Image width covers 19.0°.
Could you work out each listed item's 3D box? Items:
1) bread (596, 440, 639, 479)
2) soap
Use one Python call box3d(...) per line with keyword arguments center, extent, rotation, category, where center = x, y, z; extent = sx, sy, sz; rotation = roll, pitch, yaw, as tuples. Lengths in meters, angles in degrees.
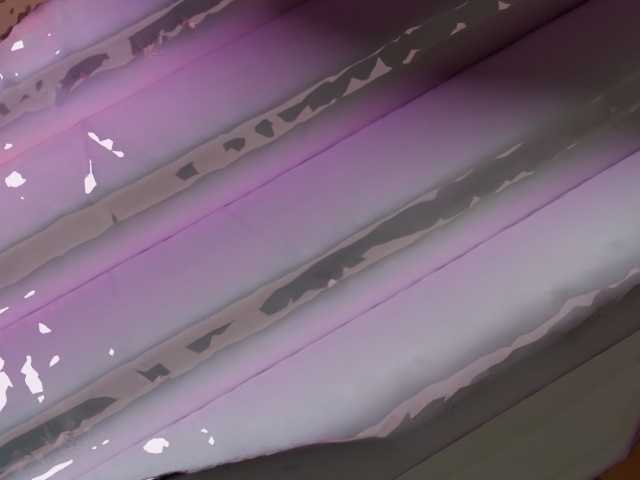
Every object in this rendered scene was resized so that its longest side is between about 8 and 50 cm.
box3d(center=(0.151, 0.053, 0.678), extent=(0.125, 0.082, 0.106), rotation=(25, 81, -23), category="bread")
box3d(center=(0.000, 0.000, 0.558), extent=(0.324, 0.193, 0.109), rotation=(-30, 144, -15), category="soap")
